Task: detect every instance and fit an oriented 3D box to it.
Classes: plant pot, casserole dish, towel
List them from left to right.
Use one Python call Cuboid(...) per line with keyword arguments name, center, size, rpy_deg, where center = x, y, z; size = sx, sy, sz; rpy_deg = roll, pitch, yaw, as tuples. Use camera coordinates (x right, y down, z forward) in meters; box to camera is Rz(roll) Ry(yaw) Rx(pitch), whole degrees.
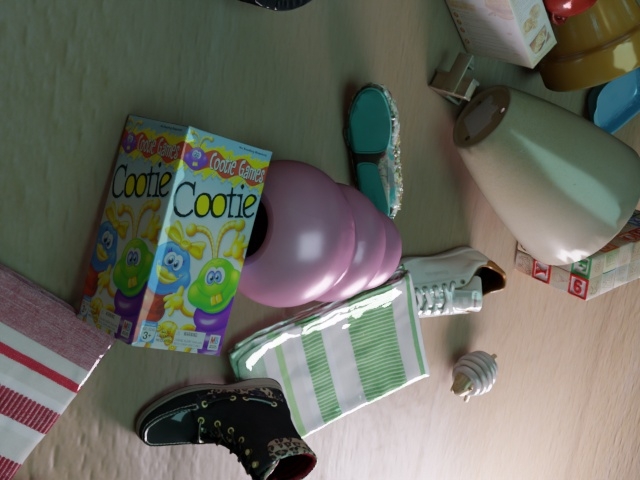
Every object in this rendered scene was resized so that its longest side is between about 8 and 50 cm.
Cuboid(name="towel", center=(-0.439, 0.204, 1.236), size=(0.329, 0.037, 0.237), rpy_deg=(-53, 135, -7))
Cuboid(name="towel", center=(0.022, 0.200, 1.578), size=(0.324, 0.038, 0.248), rpy_deg=(-25, 125, -15))
Cuboid(name="plant pot", center=(0.361, -0.135, 1.650), size=(0.274, 0.256, 0.257), rpy_deg=(34, 85, -27))
Cuboid(name="plant pot", center=(0.446, -0.382, 1.634), size=(0.205, 0.205, 0.188), rpy_deg=(-36, 113, -23))
Cuboid(name="casserole dish", center=(0.581, -0.283, 1.888), size=(0.188, 0.037, 0.114), rpy_deg=(-38, 129, -23))

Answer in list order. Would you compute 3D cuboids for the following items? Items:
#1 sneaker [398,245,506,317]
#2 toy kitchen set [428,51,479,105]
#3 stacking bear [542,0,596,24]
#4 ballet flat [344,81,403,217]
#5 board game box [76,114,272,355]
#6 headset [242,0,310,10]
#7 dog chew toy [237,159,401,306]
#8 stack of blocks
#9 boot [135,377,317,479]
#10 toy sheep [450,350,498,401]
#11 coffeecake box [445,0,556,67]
Cuboid(name="sneaker", center=(0.204, 0.084, 1.670), size=(0.290, 0.123, 0.106), rpy_deg=(-20, 123, -31))
Cuboid(name="toy kitchen set", center=(0.238, -0.258, 1.572), size=(0.075, 0.083, 0.068), rpy_deg=(25, 92, -44))
Cuboid(name="stacking bear", center=(0.341, -0.474, 1.461), size=(0.175, 0.164, 0.289), rpy_deg=(-39, 112, -22))
Cuboid(name="ballet flat", center=(0.089, -0.143, 1.513), size=(0.077, 0.091, 0.241), rpy_deg=(-53, 147, -52))
Cuboid(name="board game box", center=(-0.189, -0.007, 1.255), size=(0.144, 0.142, 0.275), rpy_deg=(13, 92, -43))
Cuboid(name="headset", center=(-0.073, -0.416, 1.169), size=(0.394, 0.185, 0.244), rpy_deg=(5, 106, -53))
Cuboid(name="dog chew toy", center=(0.000, 0.000, 1.413), size=(0.331, 0.206, 0.207), rpy_deg=(11, 101, -50))
Cuboid(name="stack of blocks", center=(0.546, 0.012, 1.895), size=(0.297, 0.171, 0.087), rpy_deg=(-15, 118, -36))
Cuboid(name="boot", center=(-0.135, 0.290, 1.414), size=(0.236, 0.178, 0.085), rpy_deg=(-9, 123, -24))
Cuboid(name="toy sheep", center=(0.297, 0.255, 1.853), size=(0.132, 0.091, 0.091), rpy_deg=(-39, 131, -39))
Cuboid(name="coffeecake box", center=(0.270, -0.371, 1.509), size=(0.068, 0.142, 0.185), rpy_deg=(-47, 132, -15))
